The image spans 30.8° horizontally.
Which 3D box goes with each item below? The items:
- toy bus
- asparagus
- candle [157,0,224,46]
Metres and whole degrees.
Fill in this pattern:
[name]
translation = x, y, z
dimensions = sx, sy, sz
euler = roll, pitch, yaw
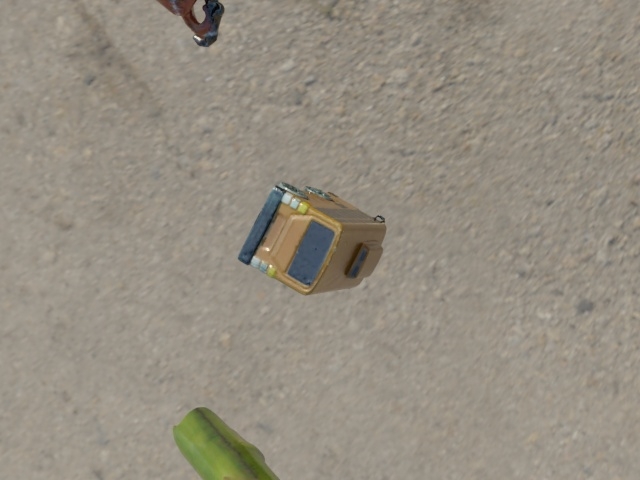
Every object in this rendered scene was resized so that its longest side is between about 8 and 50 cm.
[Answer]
[toy bus]
translation = 0.000, 0.000, 1.323
dimensions = 0.114, 0.201, 0.098
euler = 30, 99, 16
[asparagus]
translation = -0.061, 0.238, 1.078
dimensions = 0.278, 0.067, 0.060
euler = 35, 116, 57
[candle]
translation = -0.131, -0.256, 0.896
dimensions = 0.059, 0.084, 0.301
euler = -2, 143, 15
